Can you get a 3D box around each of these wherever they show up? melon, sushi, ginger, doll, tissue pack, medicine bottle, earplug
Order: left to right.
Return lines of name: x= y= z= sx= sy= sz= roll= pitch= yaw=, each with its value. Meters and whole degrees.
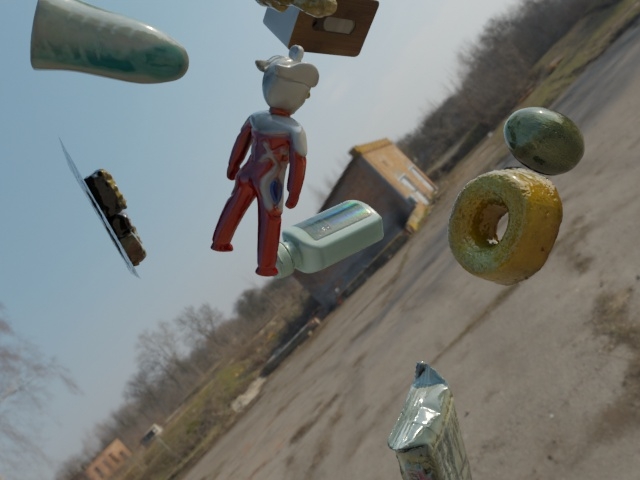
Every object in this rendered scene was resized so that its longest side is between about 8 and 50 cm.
sushi: x=-0.422 y=-0.066 z=1.208 sx=0.059 sy=0.292 sz=0.294 roll=-31 pitch=9 yaw=-18
earplug: x=-0.457 y=-0.432 z=1.338 sx=0.185 sy=0.323 sz=0.185 roll=-170 pitch=90 yaw=-70
doll: x=-0.091 y=-0.140 z=1.023 sx=0.099 sy=0.188 sz=0.384 roll=-2 pitch=-67 yaw=-49
ginger: x=-0.058 y=-0.473 z=1.091 sx=0.081 sy=0.205 sz=0.115 roll=-57 pitch=-35 yaw=-18
tissue pack: x=0.000 y=-0.584 z=1.539 sx=0.246 sy=0.136 sz=0.160 roll=-10 pitch=-43 yaw=-39
medicine bottle: x=0.000 y=0.000 z=1.147 sx=0.228 sy=0.083 sz=0.121 roll=-26 pitch=33 yaw=-26
melon: x=0.353 y=-0.158 z=0.947 sx=0.098 sy=0.130 sz=0.098 roll=-59 pitch=2 yaw=3

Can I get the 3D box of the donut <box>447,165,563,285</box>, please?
donut: x=0.402 y=-0.034 z=1.354 sx=0.108 sy=0.278 sz=0.277 roll=4 pitch=-36 yaw=-37

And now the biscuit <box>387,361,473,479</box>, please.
biscuit: x=0.188 y=0.372 z=0.975 sx=0.079 sy=0.309 sz=0.186 roll=0 pitch=33 yaw=31
